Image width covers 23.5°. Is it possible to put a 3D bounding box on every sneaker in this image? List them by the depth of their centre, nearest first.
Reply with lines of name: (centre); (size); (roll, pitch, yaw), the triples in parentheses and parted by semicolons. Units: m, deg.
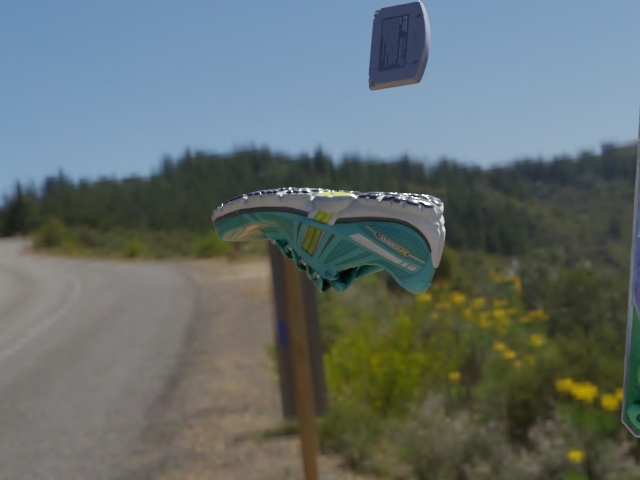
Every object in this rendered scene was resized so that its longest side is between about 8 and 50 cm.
sneaker: (0.000, 0.000, 1.610); (0.275, 0.110, 0.107); (5, 4, 33)

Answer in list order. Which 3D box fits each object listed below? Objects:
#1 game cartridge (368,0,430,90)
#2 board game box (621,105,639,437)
game cartridge: (0.073, -0.178, 1.405); (0.056, 0.083, 0.017); (-8, -26, 30)
board game box: (0.465, -0.008, 1.326); (0.389, 0.390, 0.050); (3, -3, 17)
